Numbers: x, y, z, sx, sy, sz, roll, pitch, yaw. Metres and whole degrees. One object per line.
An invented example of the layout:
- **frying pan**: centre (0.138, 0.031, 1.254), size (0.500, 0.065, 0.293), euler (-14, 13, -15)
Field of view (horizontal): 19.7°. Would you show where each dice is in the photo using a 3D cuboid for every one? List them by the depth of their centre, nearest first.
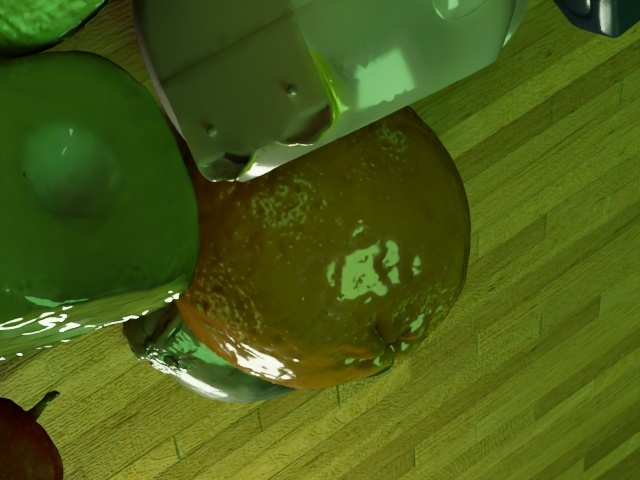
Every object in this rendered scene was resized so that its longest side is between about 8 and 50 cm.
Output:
- **dice**: centre (-0.264, -0.019, 1.616), size (0.238, 0.227, 0.233), euler (-16, 170, -38)

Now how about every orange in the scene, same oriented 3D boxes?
- **orange**: centre (0.000, 0.000, 1.944), size (0.340, 0.293, 0.340), euler (-31, 157, -15)

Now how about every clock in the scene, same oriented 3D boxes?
- **clock**: centre (0.020, -0.232, 1.702), size (0.368, 0.250, 0.377), euler (-23, -176, 42)

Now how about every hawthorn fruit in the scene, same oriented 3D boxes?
- **hawthorn fruit**: centre (-0.350, 0.248, 1.959), size (0.225, 0.196, 0.196), euler (-55, 152, -14)

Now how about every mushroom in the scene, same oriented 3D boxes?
- **mushroom**: centre (-0.066, 0.108, 2.180), size (0.397, 0.126, 0.177), euler (-13, 128, -40)

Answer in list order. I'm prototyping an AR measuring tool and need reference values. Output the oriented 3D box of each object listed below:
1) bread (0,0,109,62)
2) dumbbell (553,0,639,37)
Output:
- **bread**: centre (-0.278, -0.272, 1.485), size (0.301, 0.045, 0.301), euler (-16, 132, -18)
- **dumbbell**: centre (0.401, -0.373, 2.127), size (0.316, 0.156, 0.143), euler (-36, 178, -14)
